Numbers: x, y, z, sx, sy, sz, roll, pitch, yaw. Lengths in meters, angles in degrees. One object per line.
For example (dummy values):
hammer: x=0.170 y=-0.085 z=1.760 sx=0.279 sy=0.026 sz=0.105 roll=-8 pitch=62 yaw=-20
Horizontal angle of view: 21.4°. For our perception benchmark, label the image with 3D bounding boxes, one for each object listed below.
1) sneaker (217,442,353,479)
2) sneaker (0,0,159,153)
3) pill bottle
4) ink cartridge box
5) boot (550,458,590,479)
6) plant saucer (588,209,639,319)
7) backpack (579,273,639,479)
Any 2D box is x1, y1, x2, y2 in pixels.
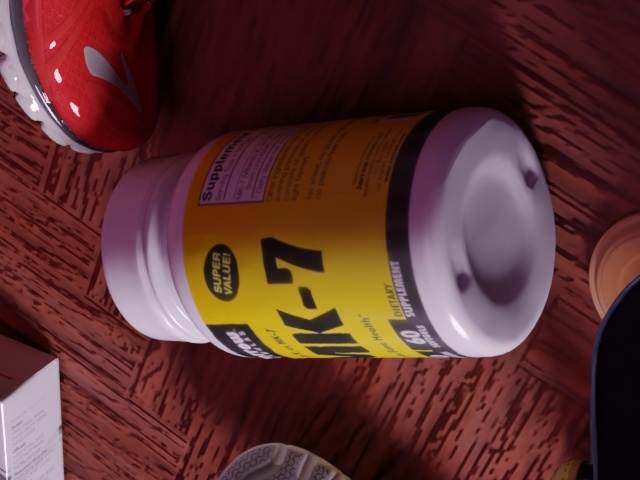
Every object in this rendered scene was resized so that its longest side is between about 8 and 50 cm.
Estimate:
sneaker: x=0.051 y=0.220 z=0.964 sx=0.281 sy=0.105 sz=0.115 roll=45 pitch=165 yaw=0
sneaker: x=-0.098 y=-0.162 z=0.838 sx=0.118 sy=0.107 sz=0.279 roll=11 pitch=122 yaw=19
pill bottle: x=0.000 y=0.000 z=0.844 sx=0.209 sy=0.119 sz=0.119 roll=-3 pitch=112 yaw=36
ink cartridge box: x=-0.224 y=0.116 z=1.096 sx=0.104 sy=0.060 sz=0.180 roll=19 pitch=124 yaw=26
boot: x=0.242 y=0.197 z=0.830 sx=0.207 sy=0.090 sz=0.248 roll=-21 pitch=97 yaw=25
plant saucer: x=0.168 y=0.024 z=0.812 sx=0.083 sy=0.013 sz=0.083 roll=15 pitch=121 yaw=27
backpack: x=0.200 y=0.093 z=0.728 sx=0.166 sy=0.144 sz=0.188 roll=-5 pitch=90 yaw=30
